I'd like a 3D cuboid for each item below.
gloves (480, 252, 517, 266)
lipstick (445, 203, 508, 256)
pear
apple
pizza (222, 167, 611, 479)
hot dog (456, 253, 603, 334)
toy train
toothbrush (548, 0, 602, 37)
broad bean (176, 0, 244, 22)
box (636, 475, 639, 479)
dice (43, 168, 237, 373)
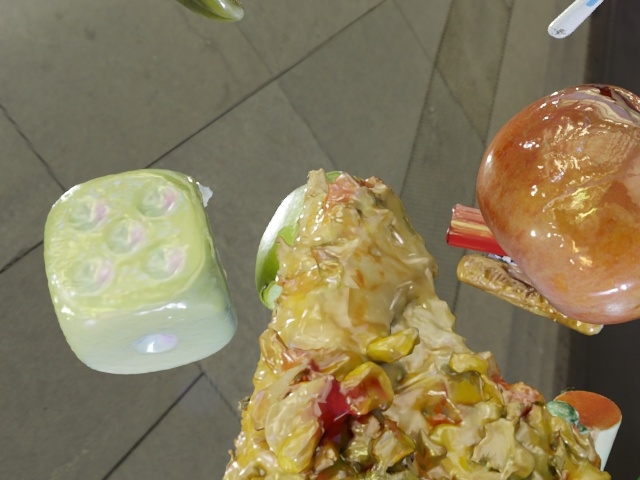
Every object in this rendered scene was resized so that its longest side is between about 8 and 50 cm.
[{"bbox_3d":[0.421,0.052,1.648,0.212,0.127,0.111,18,30,-2],"label":"gloves"},{"bbox_3d":[0.343,0.000,1.370,0.073,0.280,0.073,12,90,-74],"label":"lipstick"},{"bbox_3d":[0.000,0.000,1.569,0.286,0.176,0.281,25,60,-41],"label":"pear"},{"bbox_3d":[0.297,-0.044,0.898,0.254,0.254,0.253,23,56,-38],"label":"apple"},{"bbox_3d":[0.072,0.097,0.513,0.251,0.074,0.287,24,55,-20],"label":"pizza"},{"bbox_3d":[0.294,0.066,1.195,0.066,0.216,0.047,-34,140,-46],"label":"hot dog"},{"bbox_3d":[0.304,0.324,1.120,0.177,0.116,0.285,-12,121,-40],"label":"toy train"},{"bbox_3d":[0.366,-0.338,0.993,0.040,0.386,0.040,4,75,-13],"label":"toothbrush"},{"bbox_3d":[-0.209,-0.396,1.288,0.072,0.153,0.207,-47,112,-5],"label":"broad bean"},{"bbox_3d":[0.283,0.162,0.497,0.180,0.250,0.103,31,32,23],"label":"box"},{"bbox_3d":[-0.274,0.054,1.351,0.252,0.255,0.249,83,-6,-62],"label":"dice"}]
